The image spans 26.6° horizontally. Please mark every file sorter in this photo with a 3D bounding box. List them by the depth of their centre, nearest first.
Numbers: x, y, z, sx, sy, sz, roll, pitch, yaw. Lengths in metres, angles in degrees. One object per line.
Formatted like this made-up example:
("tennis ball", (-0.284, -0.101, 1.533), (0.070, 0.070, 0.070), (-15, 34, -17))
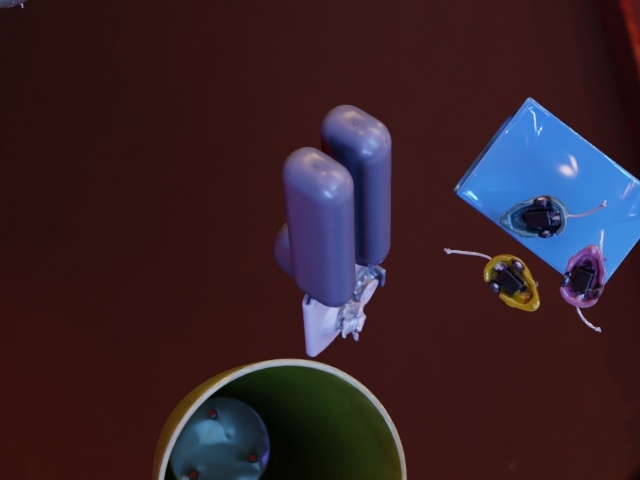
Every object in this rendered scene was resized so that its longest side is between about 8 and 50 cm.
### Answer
("file sorter", (0.234, -0.043, 1.367), (0.170, 0.118, 0.104), (37, 1, -2))

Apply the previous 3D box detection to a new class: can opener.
("can opener", (0.000, 0.000, 0.900), (0.093, 0.074, 0.280), (34, -20, 12))

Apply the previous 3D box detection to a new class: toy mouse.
("toy mouse", (0.220, 0.008, 1.255), (0.161, 0.143, 0.031), (41, 29, 6))

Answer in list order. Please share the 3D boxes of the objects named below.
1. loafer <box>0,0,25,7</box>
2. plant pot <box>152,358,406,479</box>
("loafer", (-0.199, -0.274, 1.085), (0.094, 0.251, 0.087), (60, 14, 12))
("plant pot", (-0.081, 0.259, 1.562), (0.275, 0.274, 0.293), (32, -8, -16))
